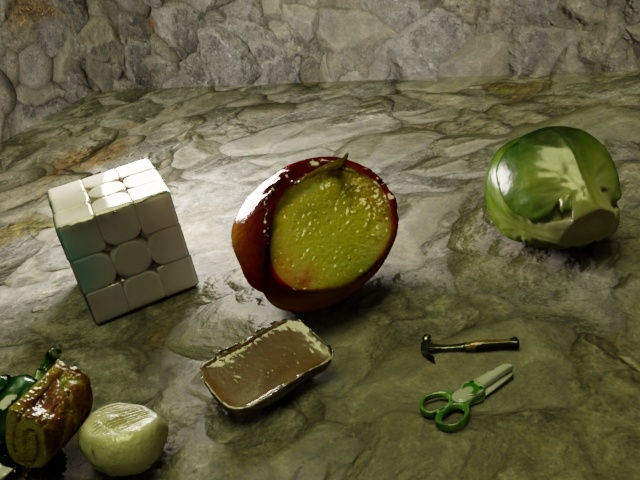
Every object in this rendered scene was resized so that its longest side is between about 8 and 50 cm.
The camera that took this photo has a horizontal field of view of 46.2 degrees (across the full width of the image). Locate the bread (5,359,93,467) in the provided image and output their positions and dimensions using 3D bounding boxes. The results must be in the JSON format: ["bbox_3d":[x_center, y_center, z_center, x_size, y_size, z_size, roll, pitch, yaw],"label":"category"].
[{"bbox_3d":[-0.501,0.324,1.399,0.103,0.132,0.172,10,23,8],"label":"bread"}]

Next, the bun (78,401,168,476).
[{"bbox_3d":[-0.372,0.379,1.424,0.164,0.111,0.188,-20,19,-41],"label":"bun"}]

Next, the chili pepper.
[{"bbox_3d":[-0.601,0.338,1.516,0.174,0.165,0.261,-16,23,34],"label":"chili pepper"}]

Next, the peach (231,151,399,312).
[{"bbox_3d":[-0.026,-0.010,1.770,0.406,0.335,0.310,-42,6,-23],"label":"peach"}]

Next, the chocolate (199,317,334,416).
[{"bbox_3d":[-0.111,0.270,1.545,0.261,0.083,0.161,-25,49,-23],"label":"chocolate"}]

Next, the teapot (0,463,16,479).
[{"bbox_3d":[-0.705,0.428,1.299,0.424,0.280,0.252,-27,3,19],"label":"teapot"}]

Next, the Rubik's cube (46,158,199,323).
[{"bbox_3d":[-0.524,-0.006,1.979,0.291,0.290,0.292,-21,29,-17],"label":"Rubik's cube"}]

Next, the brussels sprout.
[{"bbox_3d":[0.567,-0.122,1.813,0.289,0.281,0.354,-16,38,-8],"label":"brussels sprout"}]

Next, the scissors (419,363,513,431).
[{"bbox_3d":[0.288,0.289,1.421,0.204,0.027,0.101,-26,33,-21],"label":"scissors"}]

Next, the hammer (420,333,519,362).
[{"bbox_3d":[0.307,0.219,1.547,0.201,0.021,0.078,-5,29,14],"label":"hammer"}]

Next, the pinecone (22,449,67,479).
[{"bbox_3d":[-0.523,0.425,1.423,0.077,0.077,0.083,9,17,33],"label":"pinecone"}]
